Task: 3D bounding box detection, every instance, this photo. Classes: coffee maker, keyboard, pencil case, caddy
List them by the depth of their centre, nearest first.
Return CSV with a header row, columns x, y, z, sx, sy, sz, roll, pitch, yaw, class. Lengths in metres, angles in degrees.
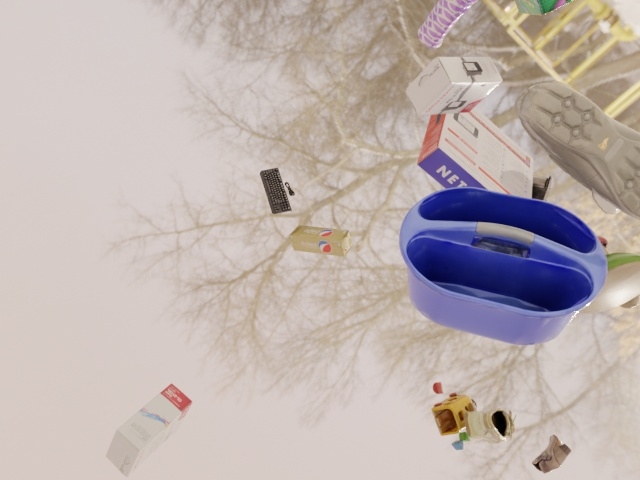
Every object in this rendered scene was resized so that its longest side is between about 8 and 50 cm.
x,y,z,sx,sy,sz,roll,pitch,yaw,class
0.305,0.031,1.009,0.341,0.179,0.241,13,-124,13,caddy
0.356,-0.628,1.629,0.088,0.206,0.086,1,-112,-23,pencil case
0.589,-0.139,1.762,0.178,0.120,0.171,17,-125,25,coffee maker
-0.151,-0.187,2.156,0.108,0.023,0.180,-11,-107,-23,keyboard

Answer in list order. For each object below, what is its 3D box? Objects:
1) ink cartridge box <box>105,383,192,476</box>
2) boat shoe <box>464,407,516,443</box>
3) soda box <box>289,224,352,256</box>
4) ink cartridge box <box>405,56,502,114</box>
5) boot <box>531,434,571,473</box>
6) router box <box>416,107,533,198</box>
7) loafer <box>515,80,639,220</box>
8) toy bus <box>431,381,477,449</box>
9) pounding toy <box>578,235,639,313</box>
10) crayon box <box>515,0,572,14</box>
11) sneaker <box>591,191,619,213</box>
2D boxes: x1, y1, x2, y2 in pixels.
x,y,z,sx,sy,sz,roll,pitch,yaw,class
-0.389,0.429,1.323,0.072,0.127,0.175,39,-143,10,ink cartridge box
0.545,0.573,1.798,0.285,0.089,0.104,18,-122,-48,boat shoe
0.000,0.000,1.735,0.058,0.181,0.061,-50,-45,-43,soda box
0.261,-0.303,1.143,0.150,0.109,0.063,-12,-108,-33,ink cartridge box
0.535,0.502,1.364,0.042,0.087,0.118,53,179,8,boot
0.432,-0.214,1.581,0.335,0.082,0.301,37,-135,-14,router box
0.444,-0.138,0.921,0.319,0.112,0.111,38,-172,-10,loafer
0.452,0.551,1.876,0.191,0.104,0.202,38,-132,-26,toy bus
0.627,0.064,1.258,0.237,0.183,0.110,4,-132,-26,pounding toy
0.515,-0.560,1.244,0.081,0.165,0.278,63,-162,-16,crayon box
0.795,-0.212,1.645,0.297,0.129,0.111,43,-128,-11,sneaker
